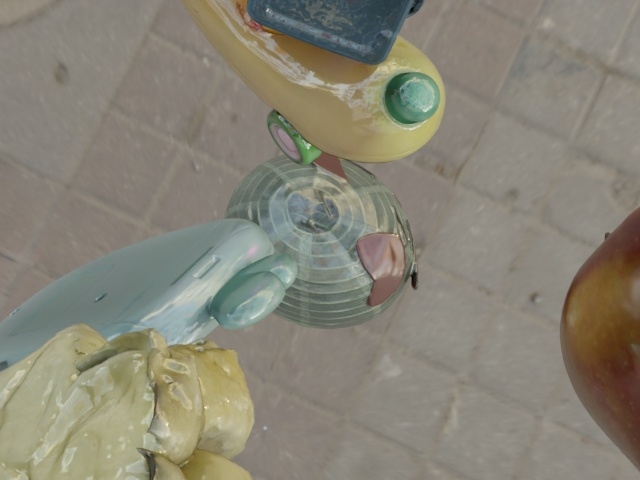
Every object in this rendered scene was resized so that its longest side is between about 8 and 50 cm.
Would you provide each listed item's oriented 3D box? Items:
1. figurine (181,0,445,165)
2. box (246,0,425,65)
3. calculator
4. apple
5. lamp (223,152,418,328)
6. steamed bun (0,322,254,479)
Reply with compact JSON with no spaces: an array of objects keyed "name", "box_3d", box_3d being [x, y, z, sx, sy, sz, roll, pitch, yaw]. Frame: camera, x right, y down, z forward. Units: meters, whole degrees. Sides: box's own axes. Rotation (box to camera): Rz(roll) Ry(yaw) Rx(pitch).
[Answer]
[{"name":"figurine","box_3d":[-0.023,-0.196,1.220,0.124,0.222,0.324,-39,79,-14]},{"name":"box","box_3d":[0.014,-0.114,0.527,0.074,0.099,0.054,19,45,-7]},{"name":"calculator","box_3d":[-0.136,0.046,1.048,0.185,0.299,0.041,-45,114,-42]},{"name":"apple","box_3d":[0.362,0.096,1.293,0.288,0.288,0.317,-26,65,-5]},{"name":"lamp","box_3d":[0.000,0.000,1.894,0.233,0.233,0.265,-39,76,-6]},{"name":"steamed bun","box_3d":[-0.109,0.127,0.724,0.177,0.106,0.192,-26,40,27]}]
